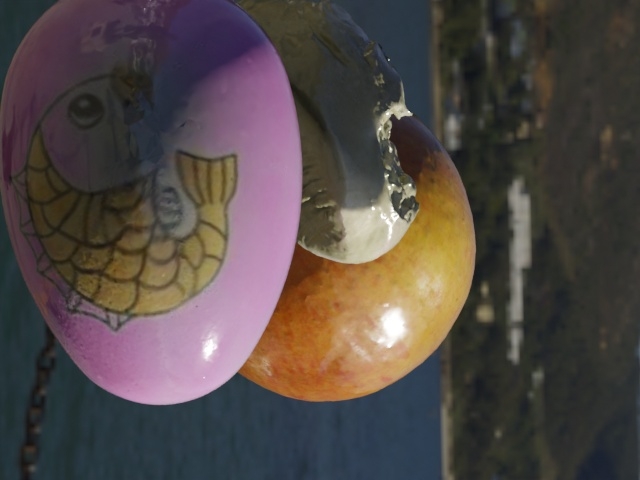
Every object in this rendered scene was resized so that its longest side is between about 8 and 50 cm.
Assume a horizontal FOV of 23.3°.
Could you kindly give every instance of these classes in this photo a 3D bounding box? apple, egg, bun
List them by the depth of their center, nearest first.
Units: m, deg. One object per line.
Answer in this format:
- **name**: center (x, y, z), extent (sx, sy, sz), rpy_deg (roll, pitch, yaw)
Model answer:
- **egg**: center (-0.103, -0.033, 0.985), extent (0.196, 0.196, 0.271), rpy_deg (-75, 152, -74)
- **bun**: center (0.002, -0.098, 1.224), extent (0.237, 0.116, 0.210), rpy_deg (53, -21, 13)
- **apple**: center (0.000, 0.000, 1.481), extent (0.275, 0.299, 0.299), rpy_deg (54, 33, -60)
